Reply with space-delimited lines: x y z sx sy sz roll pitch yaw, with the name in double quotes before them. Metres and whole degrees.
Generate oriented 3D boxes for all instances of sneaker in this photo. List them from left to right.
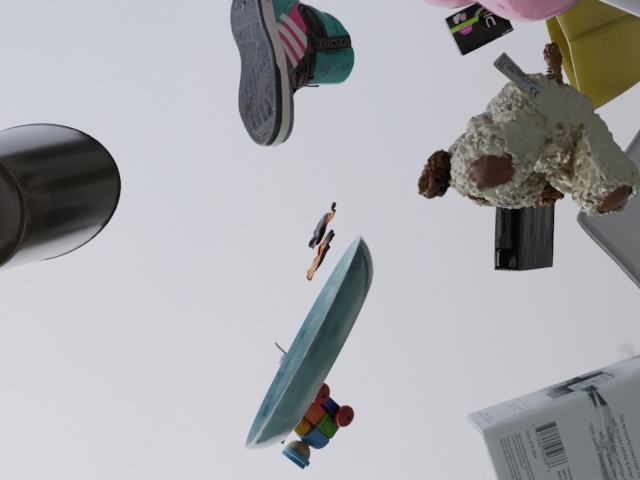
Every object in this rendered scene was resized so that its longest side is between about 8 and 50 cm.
"sneaker" -0.032 -0.250 1.813 0.178 0.124 0.295 12 -126 -31

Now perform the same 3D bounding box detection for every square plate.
"square plate" 0.639 -0.058 2.208 0.344 0.049 0.347 44 -107 -22

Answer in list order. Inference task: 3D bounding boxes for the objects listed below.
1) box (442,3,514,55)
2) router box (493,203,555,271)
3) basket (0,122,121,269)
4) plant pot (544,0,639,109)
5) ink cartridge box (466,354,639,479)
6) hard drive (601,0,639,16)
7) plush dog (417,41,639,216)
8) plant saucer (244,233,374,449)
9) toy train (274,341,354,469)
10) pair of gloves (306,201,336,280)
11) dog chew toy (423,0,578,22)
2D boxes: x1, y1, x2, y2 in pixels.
"box" 0.228 -0.313 1.767 0.062 0.083 0.052 63 -175 -7
"router box" 0.310 -0.044 1.842 0.133 0.046 0.179 -1 -86 -57
"basket" -0.333 -0.040 1.262 0.227 0.204 0.154 -55 -46 -81
"plant pot" 0.506 -0.388 2.148 0.212 0.187 0.212 58 -166 -53
"ink cartridge box" 0.276 0.222 1.258 0.087 0.208 0.153 -134 26 -84
"hard drive" 0.436 -0.442 1.730 0.040 0.319 0.210 -120 51 -72
"plush dog" 0.250 -0.118 1.587 0.262 0.225 0.210 8 -116 -25
"plant saucer" -0.007 0.140 1.597 0.317 0.044 0.317 -62 2 3
"toy train" -0.058 0.300 2.185 0.143 0.105 0.248 -55 -48 -14
"pair of gloves" 0.000 0.000 1.483 0.083 0.010 0.074 -86 20 -50
"dog chew toy" 0.191 -0.394 1.599 0.206 0.332 0.206 4 -90 -78
